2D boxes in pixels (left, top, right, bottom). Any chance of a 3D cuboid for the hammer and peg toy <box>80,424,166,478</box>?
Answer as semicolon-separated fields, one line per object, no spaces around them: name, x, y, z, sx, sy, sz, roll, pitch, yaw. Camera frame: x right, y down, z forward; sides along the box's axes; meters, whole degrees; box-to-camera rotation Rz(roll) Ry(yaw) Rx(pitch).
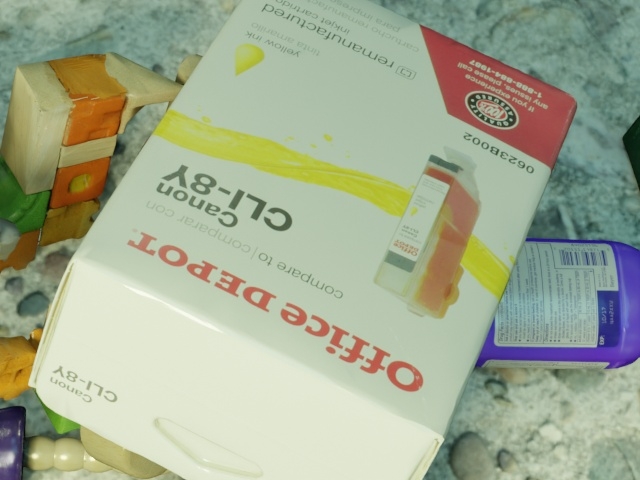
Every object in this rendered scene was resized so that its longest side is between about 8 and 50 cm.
hammer and peg toy;-0.031;0.251;1.393;0.266;0.127;0.361;-30;118;-28

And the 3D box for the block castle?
block castle;-0.227;0.039;1.458;0.453;0.213;0.303;-16;57;-31

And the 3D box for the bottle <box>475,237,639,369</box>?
bottle;0.154;0.056;1.614;0.282;0.092;0.118;1;71;-8

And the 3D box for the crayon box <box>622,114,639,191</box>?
crayon box;0.433;0.015;1.676;0.203;0.083;0.323;-12;74;-12

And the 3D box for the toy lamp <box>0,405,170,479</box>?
toy lamp;-0.184;0.183;1.531;0.274;0.080;0.080;3;72;-10

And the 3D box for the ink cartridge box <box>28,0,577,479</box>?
ink cartridge box;0.000;0.000;1.320;0.279;0.160;0.385;26;46;2
